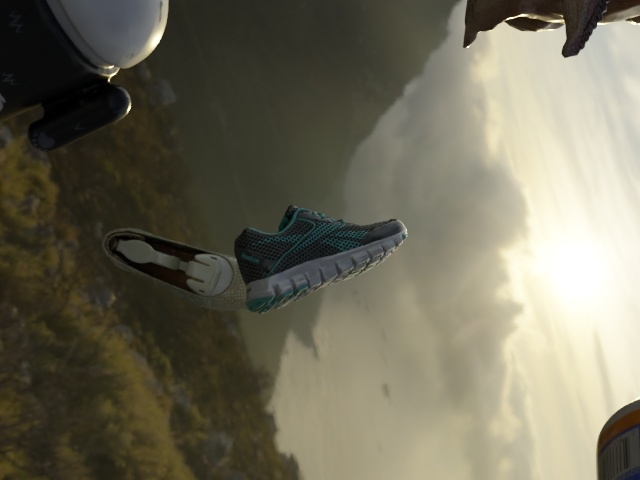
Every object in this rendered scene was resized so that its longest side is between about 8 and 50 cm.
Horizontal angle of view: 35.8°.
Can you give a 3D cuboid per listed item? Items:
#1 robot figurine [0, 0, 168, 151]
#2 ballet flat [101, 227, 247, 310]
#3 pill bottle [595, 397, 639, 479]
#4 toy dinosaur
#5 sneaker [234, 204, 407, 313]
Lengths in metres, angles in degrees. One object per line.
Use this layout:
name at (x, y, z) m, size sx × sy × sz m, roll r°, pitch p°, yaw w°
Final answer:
robot figurine at (-0.279, -0.212, 0.928) m, size 0.209 × 0.278 × 0.173 m, roll 55°, pitch 21°, yaw -48°
ballet flat at (-0.135, 0.028, 0.956) m, size 0.052 × 0.168 × 0.057 m, roll 50°, pitch 56°, yaw -78°
pill bottle at (0.269, 0.249, 0.676) m, size 0.272 × 0.152 × 0.152 m, roll -77°, pitch 151°, yaw -46°
toy dinosaur at (0.196, -0.180, 0.615) m, size 0.295 × 0.201 × 0.127 m, roll -67°, pitch 162°, yaw -68°
sneaker at (0.000, 0.000, 0.839) m, size 0.076 × 0.167 × 0.065 m, roll 65°, pitch -33°, yaw 10°
